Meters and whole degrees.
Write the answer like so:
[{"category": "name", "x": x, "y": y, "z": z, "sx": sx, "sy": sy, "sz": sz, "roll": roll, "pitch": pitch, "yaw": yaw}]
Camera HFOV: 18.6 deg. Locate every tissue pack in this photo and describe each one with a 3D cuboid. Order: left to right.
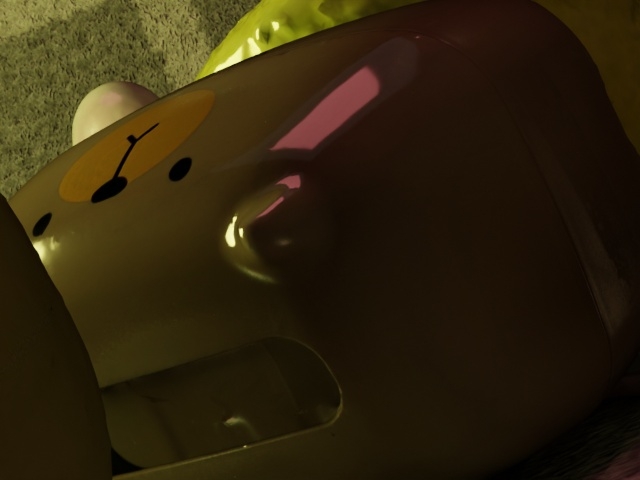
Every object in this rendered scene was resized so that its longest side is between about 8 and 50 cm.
[{"category": "tissue pack", "x": -0.017, "y": 0.031, "z": 1.129, "sx": 0.387, "sy": 0.267, "sz": 0.277, "roll": -17, "pitch": 16, "yaw": 41}]

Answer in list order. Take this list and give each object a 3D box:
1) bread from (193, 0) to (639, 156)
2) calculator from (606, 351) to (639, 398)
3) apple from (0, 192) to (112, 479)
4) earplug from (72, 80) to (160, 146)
[{"category": "bread", "x": 0.104, "y": -0.078, "z": 1.388, "sx": 0.348, "sy": 0.307, "sz": 0.348, "roll": -28, "pitch": -1, "yaw": 0}, {"category": "calculator", "x": 0.265, "y": 0.030, "z": 1.192, "sx": 0.294, "sy": 0.043, "sz": 0.194, "roll": -31, "pitch": 9, "yaw": -31}, {"category": "apple", "x": -0.318, "y": 0.109, "z": 0.790, "sx": 0.474, "sy": 0.473, "sz": 0.473, "roll": -23, "pitch": 6, "yaw": 2}, {"category": "earplug", "x": -0.139, "y": -0.007, "z": 1.818, "sx": 0.172, "sy": 0.301, "sz": 0.172, "roll": -23, "pitch": 6, "yaw": 3}]
